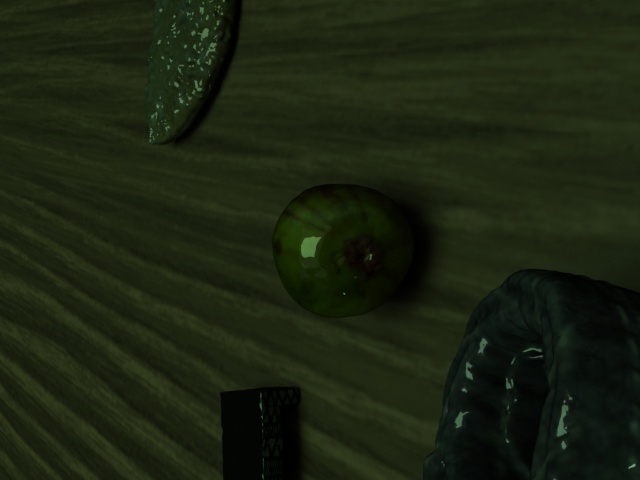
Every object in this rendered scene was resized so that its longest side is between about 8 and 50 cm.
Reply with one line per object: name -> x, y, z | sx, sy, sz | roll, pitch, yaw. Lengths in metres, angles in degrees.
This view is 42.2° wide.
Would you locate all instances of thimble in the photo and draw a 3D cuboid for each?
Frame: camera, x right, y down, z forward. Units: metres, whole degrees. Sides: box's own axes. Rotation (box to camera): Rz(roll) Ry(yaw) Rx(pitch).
thimble -> 0.114, 0.090, 0.361 | 0.150, 0.098, 0.150 | -165, 90, -81

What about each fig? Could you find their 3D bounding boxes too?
fig -> -0.010, -0.002, 0.571 | 0.166, 0.093, 0.093 | 19, 100, 51

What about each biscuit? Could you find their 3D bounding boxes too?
biscuit -> -0.123, -0.223, 0.784 | 0.133, 0.032, 0.249 | -13, 74, 48

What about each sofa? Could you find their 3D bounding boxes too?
sofa -> -0.045, 0.171, 0.631 | 0.060, 0.039, 0.117 | -16, 74, 50
